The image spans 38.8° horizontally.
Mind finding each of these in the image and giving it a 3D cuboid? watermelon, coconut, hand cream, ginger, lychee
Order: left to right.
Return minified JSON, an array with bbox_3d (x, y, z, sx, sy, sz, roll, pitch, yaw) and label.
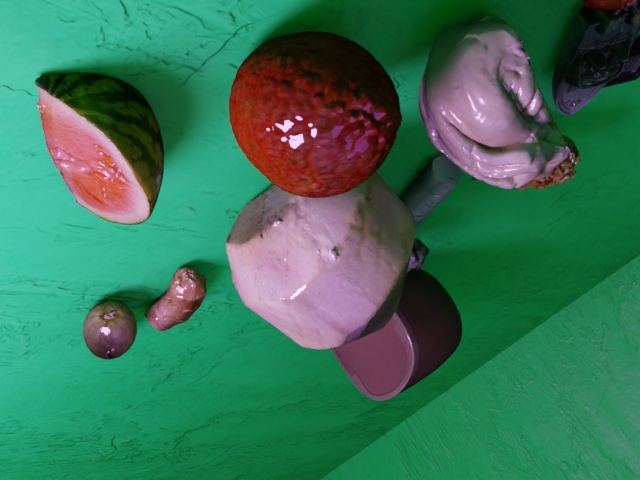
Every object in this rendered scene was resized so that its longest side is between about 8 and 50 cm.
[{"bbox_3d":[-0.279,-0.137,1.278,0.303,0.159,0.128,95,21,-63],"label":"watermelon"},{"bbox_3d":[-0.278,0.118,1.769,0.095,0.069,0.190,14,137,-26],"label":"ginger"},{"bbox_3d":[-0.009,-0.184,1.305,0.255,0.300,0.255,-17,122,-30],"label":"lychee"},{"bbox_3d":[0.019,0.029,1.643,0.353,0.352,0.352,-24,155,-12],"label":"coconut"},{"bbox_3d":[0.202,-0.072,1.947,0.111,0.070,0.312,-15,160,-31],"label":"hand cream"}]

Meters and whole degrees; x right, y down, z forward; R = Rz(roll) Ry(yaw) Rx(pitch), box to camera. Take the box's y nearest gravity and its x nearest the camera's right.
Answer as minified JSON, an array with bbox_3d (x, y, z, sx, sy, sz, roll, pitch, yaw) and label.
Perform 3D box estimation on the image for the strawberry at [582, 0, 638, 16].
[{"bbox_3d":[0.450,-0.443,1.440,0.228,0.098,0.174,-11,149,-28],"label":"strawberry"}]

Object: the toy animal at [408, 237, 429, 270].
[{"bbox_3d":[0.119,0.028,1.964,0.170,0.089,0.255,-26,151,30],"label":"toy animal"}]

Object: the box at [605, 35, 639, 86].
[{"bbox_3d":[0.628,-0.366,1.857,0.125,0.027,0.126,-18,153,-23],"label":"box"}]

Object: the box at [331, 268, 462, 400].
[{"bbox_3d":[0.185,0.211,2.185,0.216,0.301,0.301,-15,152,-37],"label":"box"}]

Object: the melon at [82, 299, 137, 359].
[{"bbox_3d":[-0.396,0.171,1.709,0.099,0.099,0.162,-18,159,-22],"label":"melon"}]

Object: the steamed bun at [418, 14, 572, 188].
[{"bbox_3d":[0.270,-0.217,1.509,0.206,0.275,0.320,-23,121,13],"label":"steamed bun"}]

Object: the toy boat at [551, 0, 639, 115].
[{"bbox_3d":[0.515,-0.337,1.713,0.141,0.092,0.319,-20,155,-14],"label":"toy boat"}]

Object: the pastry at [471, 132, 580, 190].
[{"bbox_3d":[0.427,-0.163,1.881,0.250,0.154,0.102,-13,152,-36],"label":"pastry"}]
